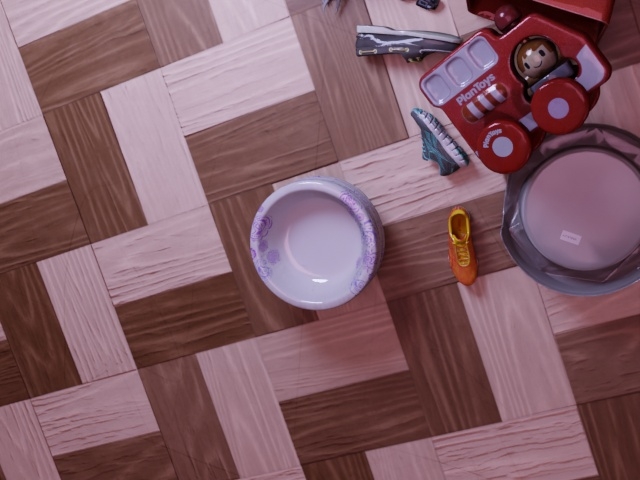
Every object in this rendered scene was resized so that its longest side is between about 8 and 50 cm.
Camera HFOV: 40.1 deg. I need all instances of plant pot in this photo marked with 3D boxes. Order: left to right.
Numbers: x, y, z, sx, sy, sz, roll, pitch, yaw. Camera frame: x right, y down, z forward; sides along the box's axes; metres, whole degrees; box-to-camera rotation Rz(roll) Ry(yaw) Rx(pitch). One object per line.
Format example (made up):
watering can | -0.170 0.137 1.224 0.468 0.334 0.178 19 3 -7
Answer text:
plant pot | 0.436 -0.528 1.640 0.267 0.267 0.235 20 95 11

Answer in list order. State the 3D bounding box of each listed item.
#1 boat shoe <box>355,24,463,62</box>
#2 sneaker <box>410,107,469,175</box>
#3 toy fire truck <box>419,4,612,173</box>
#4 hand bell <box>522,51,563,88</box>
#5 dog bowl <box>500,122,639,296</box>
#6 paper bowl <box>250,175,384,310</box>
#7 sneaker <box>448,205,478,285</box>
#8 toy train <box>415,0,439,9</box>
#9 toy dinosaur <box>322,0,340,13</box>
boat shoe | 0.182 -0.404 1.821 0.228 0.081 0.068 11 107 21
sneaker | 0.237 -0.205 1.855 0.076 0.065 0.166 -40 87 23
toy fire truck | 0.359 -0.288 1.616 0.302 0.169 0.254 -37 92 33
hand bell | 0.392 -0.298 1.784 0.242 0.126 0.126 -38 90 7
dog bowl | 0.536 -0.067 1.777 0.349 0.102 0.348 3 102 16
paper bowl | 0.000 0.000 1.917 0.284 0.148 0.284 3 103 15
sneaker | 0.299 0.015 1.880 0.064 0.067 0.175 -9 100 16
toy train | 0.172 -0.518 1.826 0.158 0.027 0.036 26 118 9
toy dinosaur | 0.034 -0.614 1.753 0.121 0.313 0.160 -20 71 -7
